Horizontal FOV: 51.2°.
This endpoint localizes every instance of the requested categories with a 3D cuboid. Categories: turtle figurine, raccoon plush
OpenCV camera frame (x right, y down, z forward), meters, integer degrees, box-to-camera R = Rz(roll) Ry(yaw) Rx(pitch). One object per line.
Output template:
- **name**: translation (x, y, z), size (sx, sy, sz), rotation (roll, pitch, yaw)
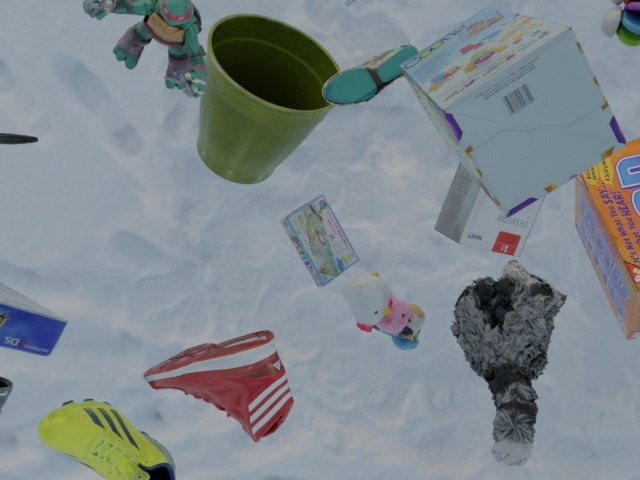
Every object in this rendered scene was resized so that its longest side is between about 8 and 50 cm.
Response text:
- **turtle figurine**: translation (-0.206, -0.267, 0.871), size (0.175, 0.234, 0.118), rotation (42, 78, -13)
- **raccoon plush**: translation (0.435, 0.261, 1.518), size (0.216, 0.299, 0.446), rotation (6, 82, 34)

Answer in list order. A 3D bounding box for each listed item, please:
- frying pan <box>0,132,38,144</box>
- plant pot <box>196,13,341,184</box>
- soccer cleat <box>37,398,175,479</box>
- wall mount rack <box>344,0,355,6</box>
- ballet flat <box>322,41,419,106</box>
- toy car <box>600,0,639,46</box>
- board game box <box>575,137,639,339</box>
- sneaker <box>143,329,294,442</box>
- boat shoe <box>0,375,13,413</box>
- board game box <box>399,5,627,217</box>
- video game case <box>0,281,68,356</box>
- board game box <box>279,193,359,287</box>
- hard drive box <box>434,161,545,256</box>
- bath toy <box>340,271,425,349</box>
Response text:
- **frying pan**: translation (-0.531, -0.149, 0.937), size (0.197, 0.326, 0.053), rotation (21, 112, 45)
- **plant pot**: translation (-0.175, -0.347, 1.800), size (0.366, 0.366, 0.353), rotation (40, 134, 7)
- **soccer cleat**: translation (-0.320, 0.340, 1.056), size (0.093, 0.289, 0.121), rotation (-42, 49, -4)
- **wall mount rack**: translation (0.075, -0.788, 1.717), size (0.350, 0.130, 0.304), rotation (40, 141, -1)
- **ballet flat**: translation (0.114, -0.361, 1.489), size (0.241, 0.077, 0.091), rotation (-25, 96, -5)
- **toy car**: translation (0.797, -0.576, 1.650), size (0.159, 0.136, 0.182), rotation (13, 96, 4)
- **board game box**: translation (0.853, -0.023, 1.604), size (0.356, 0.356, 0.356), rotation (-19, 60, 11)
- **sneaker**: translation (-0.125, 0.193, 0.818), size (0.221, 0.087, 0.128), rotation (-19, 94, 41)
- **boat shoe**: translation (-0.712, 0.252, 1.245), size (0.116, 0.319, 0.099), rotation (33, 77, 37)
- **board game box**: translation (0.207, -0.164, 0.782), size (0.144, 0.275, 0.142), rotation (-32, 111, 11)
- **video game case**: translation (-0.506, 0.056, 0.853), size (0.244, 0.269, 0.061), rotation (22, 82, 32)
- **board game box**: translation (0.000, 0.000, 1.311), size (0.026, 0.103, 0.154), rotation (-15, 106, 58)
- **hard drive box**: translation (0.356, -0.099, 1.335), size (0.089, 0.181, 0.232), rotation (38, 114, 53)
- **bath toy**: translation (0.154, 0.173, 1.562), size (0.151, 0.348, 0.129), rotation (-8, 70, 19)
